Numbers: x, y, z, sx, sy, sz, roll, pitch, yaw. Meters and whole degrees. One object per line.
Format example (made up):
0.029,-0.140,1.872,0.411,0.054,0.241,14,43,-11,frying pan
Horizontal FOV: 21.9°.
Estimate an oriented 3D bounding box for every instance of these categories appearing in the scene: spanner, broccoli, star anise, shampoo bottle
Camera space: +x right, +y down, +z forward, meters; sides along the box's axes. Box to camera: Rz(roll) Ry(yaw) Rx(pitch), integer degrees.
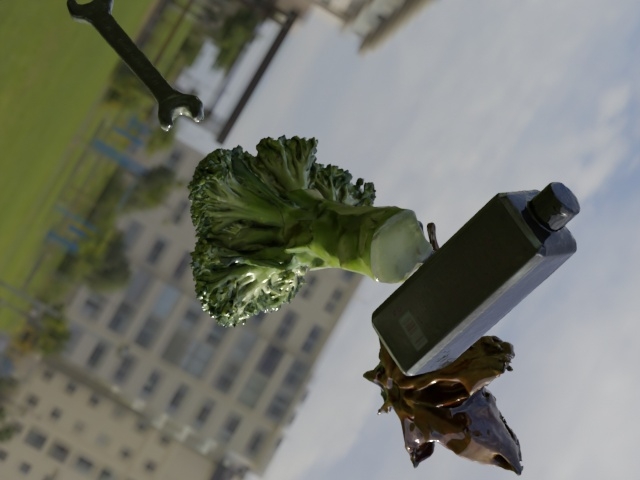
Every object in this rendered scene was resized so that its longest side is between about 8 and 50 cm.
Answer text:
-0.204,-0.200,1.807,0.054,0.254,0.015,-33,144,-12,spanner
-0.021,-0.001,1.924,0.361,0.252,0.221,-144,-132,-76,broccoli
0.149,0.133,2.033,0.237,0.148,0.346,-42,-124,47,star anise
0.159,0.033,1.629,0.246,0.080,0.079,-45,159,31,shampoo bottle
